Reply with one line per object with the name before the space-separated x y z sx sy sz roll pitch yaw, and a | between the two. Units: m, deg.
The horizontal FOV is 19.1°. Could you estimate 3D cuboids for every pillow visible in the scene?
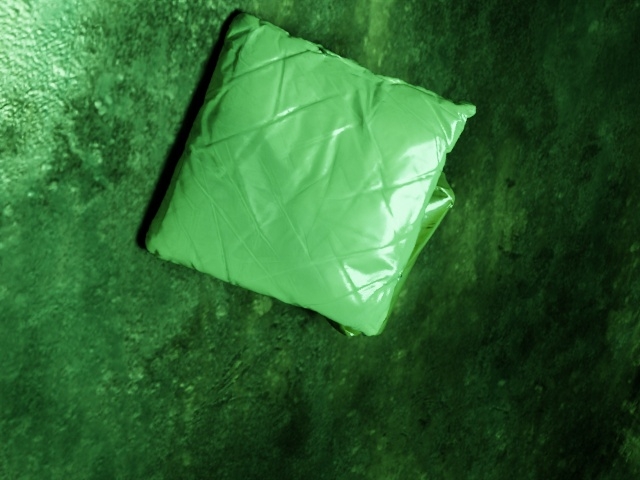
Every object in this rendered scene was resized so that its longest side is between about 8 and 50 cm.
pillow | -0.013 -0.067 2.011 0.280 0.076 0.274 20 96 -15

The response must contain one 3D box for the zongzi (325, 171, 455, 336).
zongzi | 0.000 0.000 2.138 0.256 0.115 0.228 8 122 -30
